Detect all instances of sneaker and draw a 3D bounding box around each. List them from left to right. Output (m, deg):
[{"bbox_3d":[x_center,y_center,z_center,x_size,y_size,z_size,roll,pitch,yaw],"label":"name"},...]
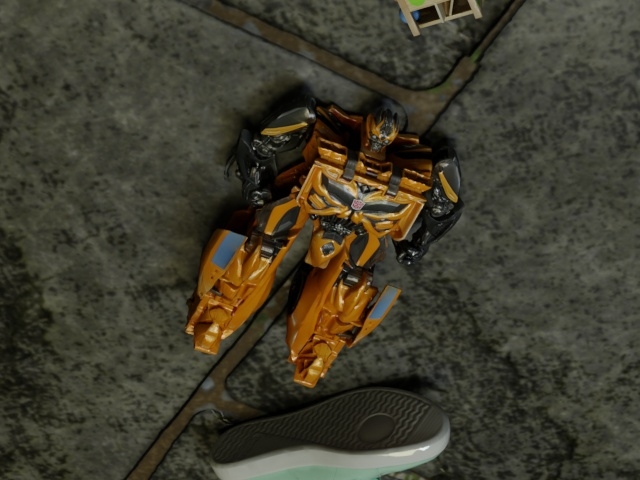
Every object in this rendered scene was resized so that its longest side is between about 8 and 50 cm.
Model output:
[{"bbox_3d":[0.033,0.233,1.941,0.256,0.094,0.151,-12,127,28],"label":"sneaker"}]

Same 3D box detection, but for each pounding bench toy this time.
[{"bbox_3d":[0.083,-0.213,1.543,0.065,0.052,0.083,-14,131,17],"label":"pounding bench toy"}]

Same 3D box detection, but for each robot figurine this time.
[{"bbox_3d":[0.000,0.000,1.728,0.211,0.085,0.291,18,132,-15],"label":"robot figurine"}]
